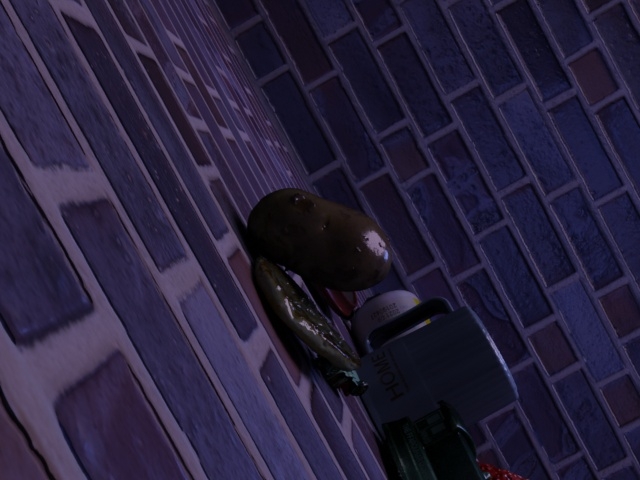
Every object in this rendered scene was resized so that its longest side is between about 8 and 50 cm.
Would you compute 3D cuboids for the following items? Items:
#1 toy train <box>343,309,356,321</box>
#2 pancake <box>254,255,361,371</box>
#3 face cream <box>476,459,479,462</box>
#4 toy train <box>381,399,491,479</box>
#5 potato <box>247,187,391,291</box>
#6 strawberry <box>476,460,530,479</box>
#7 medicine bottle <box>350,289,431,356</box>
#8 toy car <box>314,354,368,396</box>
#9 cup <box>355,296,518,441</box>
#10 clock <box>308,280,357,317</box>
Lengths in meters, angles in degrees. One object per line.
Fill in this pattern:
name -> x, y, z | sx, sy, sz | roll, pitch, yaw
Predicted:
toy train -> 0.035, 0.127, 2.300 | 0.208, 0.043, 0.047 | 61, 5, -15
pancake -> -0.027, 0.123, 1.396 | 0.253, 0.037, 0.253 | 47, 5, -6
face cream -> 0.323, 0.536, 2.412 | 0.370, 0.145, 0.145 | 63, 4, 6
toy train -> 0.234, 0.458, 1.655 | 0.139, 0.178, 0.330 | 60, 3, -29
potato -> 0.000, 0.000, 1.480 | 0.262, 0.165, 0.165 | 24, 3, 4
strawberry -> 0.342, 0.584, 1.807 | 0.277, 0.257, 0.257 | 49, -2, 28
medicine bottle -> 0.239, 0.333, 2.287 | 0.379, 0.213, 0.213 | 65, 6, 35
toy car -> 0.032, 0.231, 1.526 | 0.143, 0.054, 0.073 | 46, 13, -48
cup -> 0.260, 0.315, 1.960 | 0.257, 0.311, 0.331 | 61, 4, -11
clock -> -0.008, 0.046, 2.080 | 0.319, 0.080, 0.318 | 62, 9, -16
